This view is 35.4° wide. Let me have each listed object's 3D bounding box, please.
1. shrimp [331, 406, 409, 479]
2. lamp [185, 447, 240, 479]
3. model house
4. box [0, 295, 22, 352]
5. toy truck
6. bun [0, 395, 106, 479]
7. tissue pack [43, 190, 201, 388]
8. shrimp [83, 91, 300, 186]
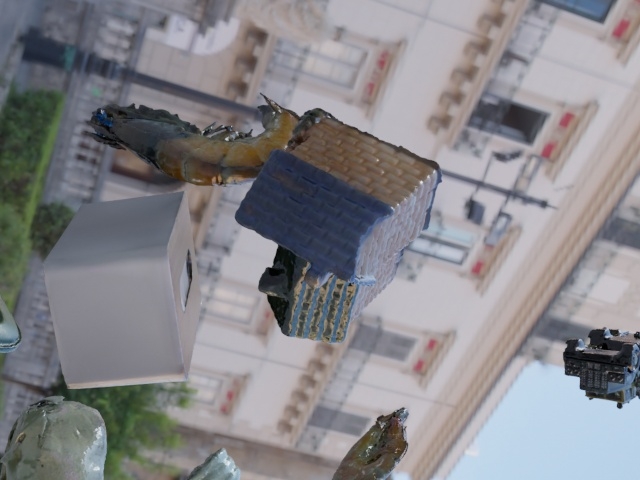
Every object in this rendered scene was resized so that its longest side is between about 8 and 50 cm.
[{"bbox_3d":[0.118,0.408,1.966,0.154,0.062,0.294,-24,-165,33],"label":"shrimp"},{"bbox_3d":[-0.087,0.349,1.230,0.106,0.193,0.106,-39,175,-4],"label":"lamp"},{"bbox_3d":[0.000,0.000,0.999,0.172,0.166,0.183,-46,154,-44],"label":"model house"},{"bbox_3d":[-0.633,0.099,1.451,0.178,0.328,0.253,-42,-114,14],"label":"box"},{"bbox_3d":[0.514,0.220,1.732,0.127,0.257,0.127,6,-88,35],"label":"toy truck"},{"bbox_3d":[-0.399,0.344,1.473,0.239,0.141,0.239,-21,-114,59],"label":"bun"},{"bbox_3d":[-0.223,0.052,1.179,0.246,0.136,0.159,-97,-179,-71],"label":"tissue pack"},{"bbox_3d":[-0.143,-0.139,1.236,0.222,0.290,0.054,-39,137,-47],"label":"shrimp"}]
